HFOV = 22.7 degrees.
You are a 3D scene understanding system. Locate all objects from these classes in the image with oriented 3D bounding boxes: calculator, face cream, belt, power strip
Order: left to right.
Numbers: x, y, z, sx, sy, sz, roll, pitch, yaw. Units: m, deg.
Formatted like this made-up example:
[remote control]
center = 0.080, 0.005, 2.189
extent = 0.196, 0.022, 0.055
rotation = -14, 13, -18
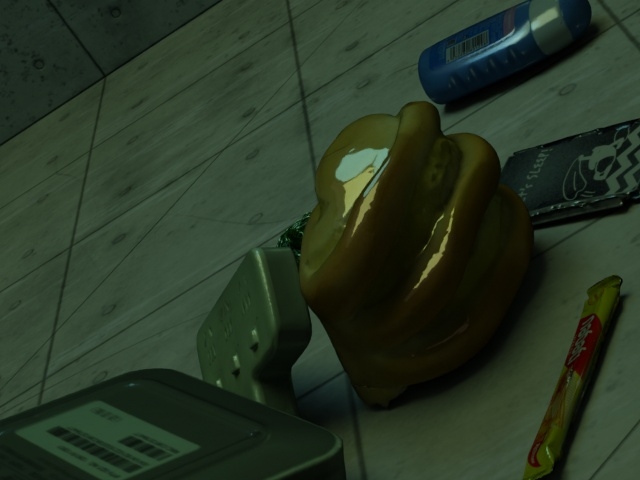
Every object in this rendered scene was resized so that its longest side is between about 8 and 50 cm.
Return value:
[power strip]
center = -0.073, 0.141, 1.811
extent = 0.059, 0.193, 0.265
rotation = -4, -25, -22
[belt]
center = 0.000, 0.000, 2.119
extent = 0.121, 0.079, 0.151
rotation = -35, 22, 1
[face cream]
center = 0.271, -0.287, 2.304
extent = 0.264, 0.083, 0.149
rotation = -23, 27, 29
[calculator]
center = 0.295, -0.075, 1.913
extent = 0.274, 0.028, 0.165
rotation = -13, 34, 48

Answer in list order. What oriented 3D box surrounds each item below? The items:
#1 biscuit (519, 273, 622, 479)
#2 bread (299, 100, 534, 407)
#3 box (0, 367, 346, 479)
[biscuit]
center = 0.247, 0.135, 1.552
extent = 0.048, 0.026, 0.292
rotation = -43, 11, 43
[bread]
center = 0.110, -0.008, 1.746
extent = 0.211, 0.270, 0.315
rotation = -4, 38, 26
[box]
center = -0.224, 0.258, 1.636
extent = 0.396, 0.111, 0.396
rotation = -19, 19, -35
